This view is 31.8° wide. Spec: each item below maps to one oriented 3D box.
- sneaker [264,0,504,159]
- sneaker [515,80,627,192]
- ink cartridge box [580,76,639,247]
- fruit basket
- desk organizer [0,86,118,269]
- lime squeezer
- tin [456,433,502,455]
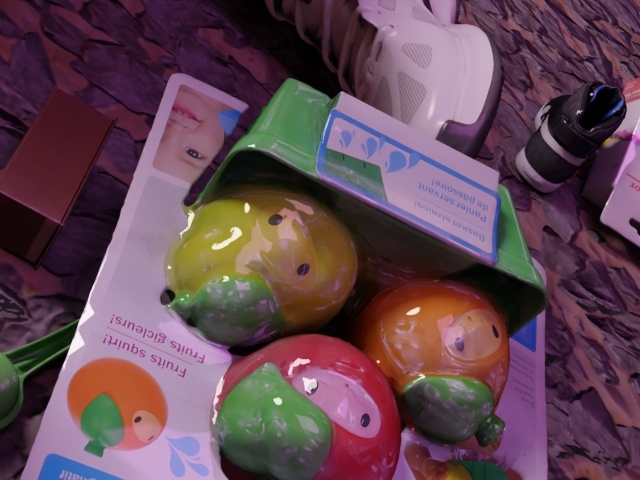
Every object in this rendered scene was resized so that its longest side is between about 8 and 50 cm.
[{"bbox_3d":[0.007,-0.194,1.052,0.257,0.169,0.447,20,32,-16],"label":"sneaker"},{"bbox_3d":[0.303,-0.138,1.277,0.079,0.121,0.217,42,35,-2],"label":"sneaker"},{"bbox_3d":[0.377,-0.078,1.287,0.115,0.067,0.198,31,74,-16],"label":"ink cartridge box"},{"bbox_3d":[0.017,0.071,0.698,0.327,0.165,0.353,26,40,-15],"label":"fruit basket"},{"bbox_3d":[-0.187,-0.047,0.771,0.050,0.047,0.130,30,37,-14],"label":"desk organizer"},{"bbox_3d":[-0.190,0.064,0.613,0.059,0.110,0.310,30,2,10],"label":"lime squeezer"},{"bbox_3d":[0.086,0.181,0.803,0.190,0.040,0.106,-2,58,-44],"label":"tin"}]
